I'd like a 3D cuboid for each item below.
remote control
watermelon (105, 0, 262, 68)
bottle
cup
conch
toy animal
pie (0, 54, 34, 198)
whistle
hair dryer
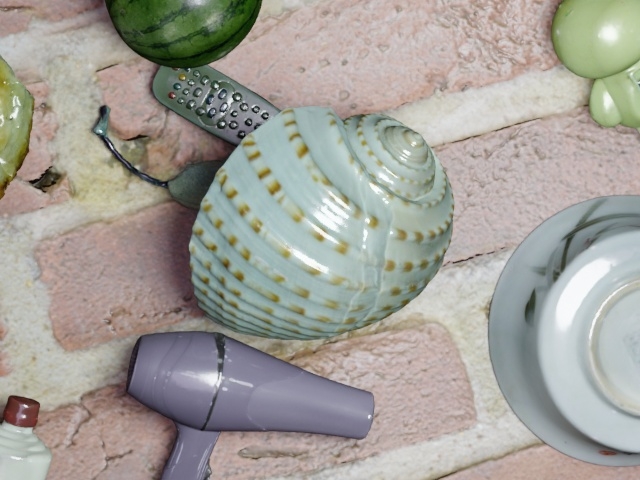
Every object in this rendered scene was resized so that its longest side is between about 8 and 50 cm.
[{"bbox_3d":[-0.102,-0.153,1.832,0.222,0.042,0.072,30,91,-3],"label":"remote control"},{"bbox_3d":[-0.148,-0.303,1.748,0.214,0.188,0.188,-26,94,5],"label":"watermelon"},{"bbox_3d":[-0.392,0.308,1.810,0.104,0.104,0.245,17,92,-4],"label":"bottle"},{"bbox_3d":[0.388,0.117,1.812,0.347,0.163,0.347,0,92,-3],"label":"cup"},{"bbox_3d":[0.012,0.004,1.732,0.303,0.215,0.319,5,112,-46],"label":"conch"},{"bbox_3d":[-0.166,-0.081,1.829,0.252,0.070,0.079,19,57,8],"label":"toy animal"},{"bbox_3d":[-0.508,-0.149,1.783,0.288,0.103,0.355,-40,92,-6],"label":"pie"},{"bbox_3d":[0.374,-0.209,1.830,0.141,0.141,0.294,-34,126,-1],"label":"whistle"},{"bbox_3d":[-0.118,0.297,1.842,0.301,0.121,0.361,15,102,-12],"label":"hair dryer"}]
